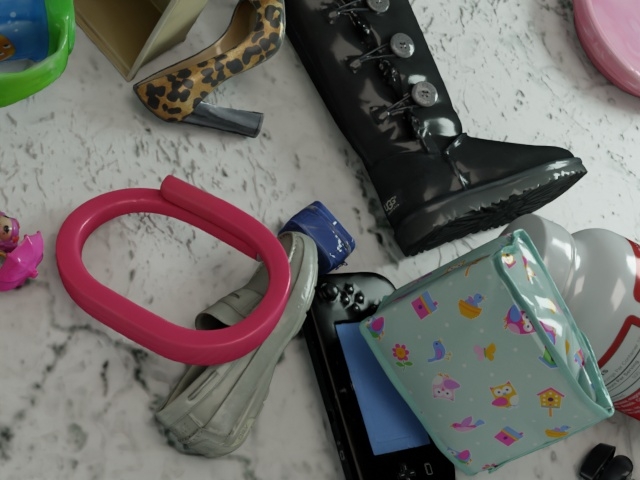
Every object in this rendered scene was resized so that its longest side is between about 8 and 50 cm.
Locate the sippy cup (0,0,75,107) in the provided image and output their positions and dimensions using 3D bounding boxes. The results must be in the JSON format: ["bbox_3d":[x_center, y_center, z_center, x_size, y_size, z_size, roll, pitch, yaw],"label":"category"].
[{"bbox_3d":[-0.441,-0.302,1.267,0.224,0.305,0.240,-21,121,-24],"label":"sippy cup"}]

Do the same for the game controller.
[{"bbox_3d":[0.074,0.191,1.386,0.166,0.067,0.319,-6,70,-31],"label":"game controller"}]

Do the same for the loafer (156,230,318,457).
[{"bbox_3d":[-0.096,0.108,1.307,0.111,0.112,0.319,36,55,-19],"label":"loafer"}]

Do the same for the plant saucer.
[{"bbox_3d":[0.585,-0.386,1.941,0.332,0.084,0.332,13,61,-24],"label":"plant saucer"}]

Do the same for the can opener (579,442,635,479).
[{"bbox_3d":[0.384,0.366,1.485,0.186,0.073,0.059,-50,133,-33],"label":"can opener"}]

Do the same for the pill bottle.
[{"bbox_3d":[0.433,0.122,1.516,0.408,0.229,0.229,25,57,-16],"label":"pill bottle"}]

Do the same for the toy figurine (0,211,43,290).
[{"bbox_3d":[-0.397,-0.007,1.221,0.159,0.130,0.173,22,32,-33],"label":"toy figurine"}]

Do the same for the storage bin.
[{"bbox_3d":[-0.251,-0.396,1.378,0.260,0.262,0.123,48,53,0],"label":"storage bin"}]

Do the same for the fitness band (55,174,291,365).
[{"bbox_3d":[-0.176,0.032,1.274,0.291,0.054,0.209,27,56,15],"label":"fitness band"}]

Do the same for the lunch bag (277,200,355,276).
[{"bbox_3d":[0.000,0.000,1.439,0.098,0.067,0.065,49,54,0],"label":"lunch bag"}]

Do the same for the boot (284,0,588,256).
[{"bbox_3d":[0.169,-0.230,1.613,0.367,0.146,0.445,-16,71,-35],"label":"boot"}]

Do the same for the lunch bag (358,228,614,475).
[{"bbox_3d":[0.216,0.152,1.342,0.262,0.223,0.160,58,25,-3],"label":"lunch bag"}]

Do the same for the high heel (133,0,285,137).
[{"bbox_3d":[-0.148,-0.281,1.445,0.186,0.093,0.261,11,86,-29],"label":"high heel"}]
